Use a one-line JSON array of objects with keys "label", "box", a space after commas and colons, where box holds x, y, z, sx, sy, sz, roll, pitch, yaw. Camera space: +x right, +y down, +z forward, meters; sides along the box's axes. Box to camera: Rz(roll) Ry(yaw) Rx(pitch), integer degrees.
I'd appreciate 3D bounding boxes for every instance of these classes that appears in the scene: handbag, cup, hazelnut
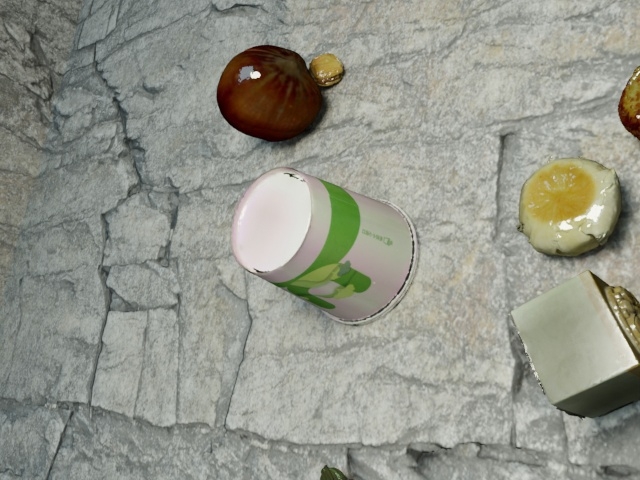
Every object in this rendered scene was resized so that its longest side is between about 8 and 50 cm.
[{"label": "handbag", "box": [0.033, 0.427, 1.091, 0.072, 0.047, 0.111, -56, 46, 15]}, {"label": "cup", "box": [0.000, 0.000, 1.144, 0.253, 0.274, 0.253, -17, 62, 35]}, {"label": "hazelnut", "box": [-0.111, -0.326, 1.399, 0.229, 0.229, 0.230, -17, 62, 35]}]

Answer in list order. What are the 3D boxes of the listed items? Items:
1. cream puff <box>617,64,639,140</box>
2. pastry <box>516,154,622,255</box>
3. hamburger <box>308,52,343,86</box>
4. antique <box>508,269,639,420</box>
[{"label": "cream puff", "box": [0.509, -0.197, 0.921, 0.149, 0.084, 0.149, -14, 64, 31]}, {"label": "pastry", "box": [0.376, -0.052, 0.972, 0.165, 0.088, 0.166, -16, 63, 36]}, {"label": "hamburger", "box": [0.011, -0.383, 1.448, 0.076, 0.044, 0.083, -17, 56, -6]}, {"label": "antique", "box": [0.366, 0.140, 0.856, 0.148, 0.152, 0.147, -37, 50, 27]}]
